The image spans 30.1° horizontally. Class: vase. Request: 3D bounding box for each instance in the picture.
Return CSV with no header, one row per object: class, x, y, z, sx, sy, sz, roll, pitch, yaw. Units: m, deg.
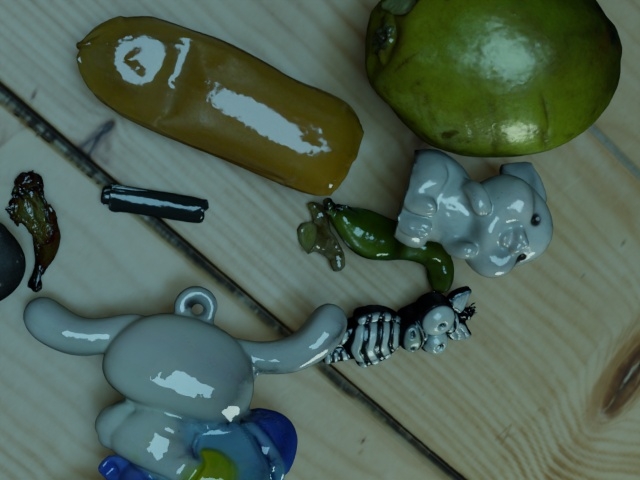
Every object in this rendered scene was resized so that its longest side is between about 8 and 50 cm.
vase,-0.410,0.067,1.390,0.120,0.120,0.183,6,108,-15

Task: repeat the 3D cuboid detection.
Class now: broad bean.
broad bean,0.088,0.001,1.536,0.213,0.048,0.070,30,87,-18

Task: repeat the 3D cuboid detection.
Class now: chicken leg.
chicken leg,-0.342,-0.011,1.433,0.062,0.037,0.145,-12,98,10

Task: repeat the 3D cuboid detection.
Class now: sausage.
sausage,-0.123,-0.169,1.433,0.354,0.116,0.134,25,103,-12

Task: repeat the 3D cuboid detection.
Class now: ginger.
ginger,-0.001,0.000,1.522,0.048,0.030,0.097,-25,99,-12

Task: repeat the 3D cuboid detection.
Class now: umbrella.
umbrella,-0.204,-0.044,1.467,0.133,0.031,0.036,10,91,-14

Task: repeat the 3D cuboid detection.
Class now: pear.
pear,0.211,-0.226,1.441,0.321,0.269,0.269,-7,97,-25

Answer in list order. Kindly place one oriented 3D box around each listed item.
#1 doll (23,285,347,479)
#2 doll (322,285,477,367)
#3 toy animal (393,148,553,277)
doll,-0.167,0.237,1.442,0.376,0.187,0.366,2,87,13
doll,0.105,0.115,1.541,0.219,0.067,0.091,-13,126,-14
toy animal,0.188,-0.040,1.490,0.193,0.178,0.127,11,110,-7
